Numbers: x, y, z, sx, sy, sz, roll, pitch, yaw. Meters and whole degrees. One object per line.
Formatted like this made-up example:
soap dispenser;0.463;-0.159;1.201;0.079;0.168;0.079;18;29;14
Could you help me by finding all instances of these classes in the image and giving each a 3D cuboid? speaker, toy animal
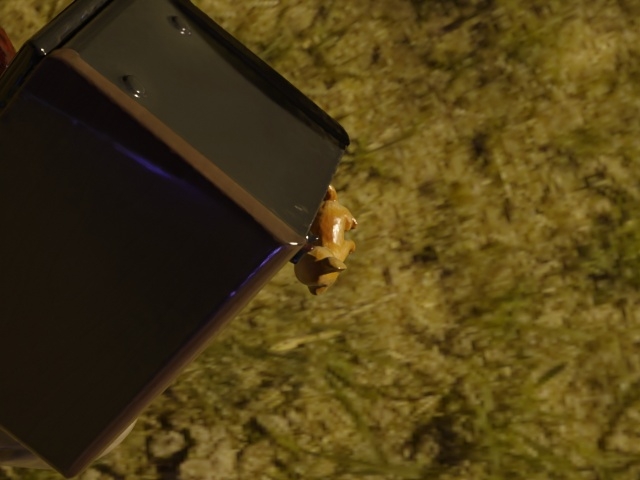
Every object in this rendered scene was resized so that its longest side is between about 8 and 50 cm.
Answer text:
speaker;-0.126;-0.008;0.797;0.192;0.231;0.153;39;29;-10
toy animal;0.000;0.000;1.088;0.083;0.060;0.081;-48;144;-65

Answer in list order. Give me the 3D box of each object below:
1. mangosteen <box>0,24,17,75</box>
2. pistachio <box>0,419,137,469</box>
mangosteen;-0.378;-0.127;1.245;0.215;0.257;0.215;-1;96;-14
pistachio;-0.355;0.182;1.634;0.208;0.332;0.226;65;36;-33
